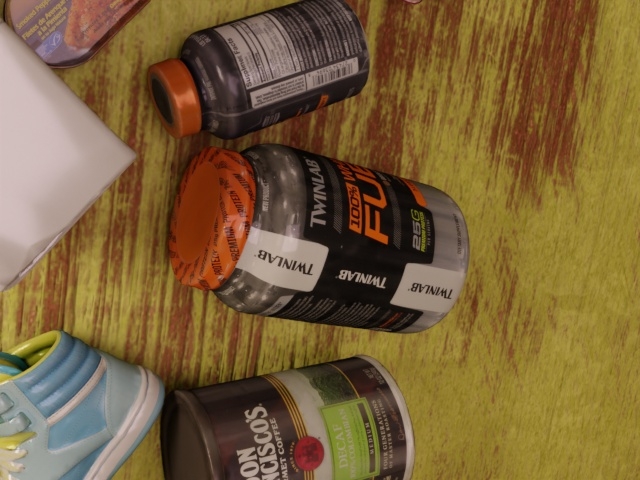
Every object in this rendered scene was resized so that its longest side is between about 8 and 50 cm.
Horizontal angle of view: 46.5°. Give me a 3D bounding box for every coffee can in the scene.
[{"bbox_3d":[-0.046,0.270,0.972,0.275,0.201,0.201,-6,106,-29],"label":"coffee can"}]

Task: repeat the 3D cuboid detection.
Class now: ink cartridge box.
[{"bbox_3d":[-0.377,-0.166,0.620,0.166,0.285,0.395,-48,121,-12],"label":"ink cartridge box"}]

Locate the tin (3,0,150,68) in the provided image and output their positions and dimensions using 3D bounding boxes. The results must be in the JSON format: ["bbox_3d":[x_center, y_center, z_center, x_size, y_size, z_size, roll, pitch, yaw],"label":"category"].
[{"bbox_3d":[-0.259,-0.271,0.809,0.189,0.040,0.106,-48,124,-11],"label":"tin"}]

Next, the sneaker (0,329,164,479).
[{"bbox_3d":[-0.346,0.242,0.840,0.208,0.127,0.319,43,70,-33],"label":"sneaker"}]

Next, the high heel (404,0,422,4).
[{"bbox_3d":[-0.002,-0.372,0.858,0.377,0.127,0.181,-12,98,-35],"label":"high heel"}]

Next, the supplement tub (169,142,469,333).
[{"bbox_3d":[0.000,0.000,0.926,0.338,0.207,0.207,11,97,-32],"label":"supplement tub"}]

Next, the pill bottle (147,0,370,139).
[{"bbox_3d":[-0.075,-0.198,0.878,0.246,0.130,0.130,-23,113,-23],"label":"pill bottle"}]
